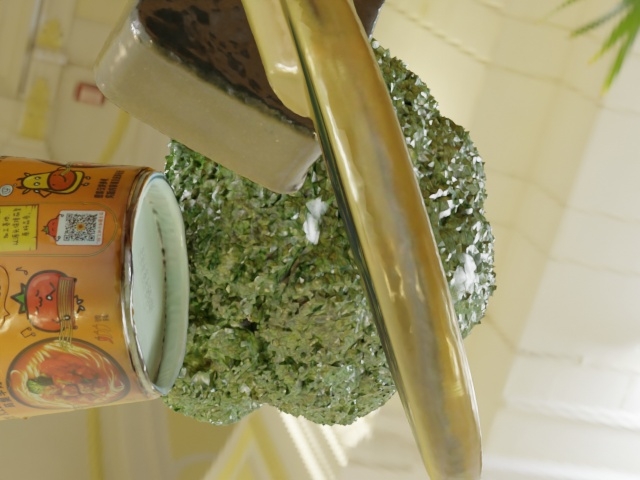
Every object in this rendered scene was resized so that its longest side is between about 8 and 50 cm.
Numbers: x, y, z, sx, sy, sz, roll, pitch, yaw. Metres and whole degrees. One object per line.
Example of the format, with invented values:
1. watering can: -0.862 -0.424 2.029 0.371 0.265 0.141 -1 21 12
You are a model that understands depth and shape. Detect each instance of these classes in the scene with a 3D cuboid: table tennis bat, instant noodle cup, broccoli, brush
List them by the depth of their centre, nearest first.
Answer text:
1. table tennis bat: 0.010 -0.049 0.547 0.050 0.198 0.321 -18 -123 -1
2. brush: -0.029 -0.129 0.714 0.123 0.059 0.197 31 -130 -15
3. instant noodle cup: -0.195 0.033 0.958 0.172 0.215 0.216 -2 -166 7
4. broccoli: -0.001 -0.007 1.179 0.413 0.321 0.310 -36 -102 -29
